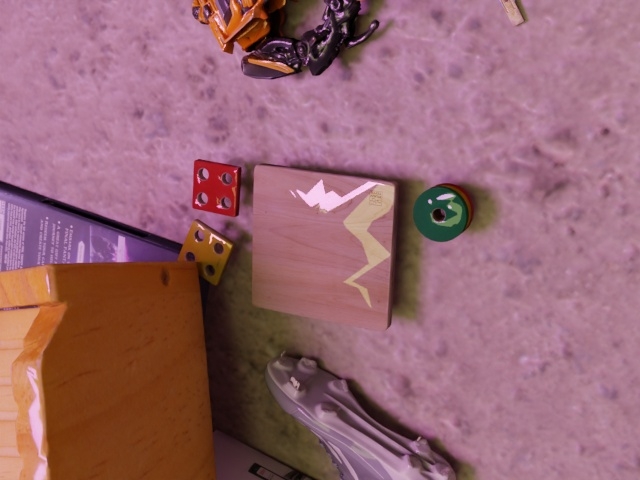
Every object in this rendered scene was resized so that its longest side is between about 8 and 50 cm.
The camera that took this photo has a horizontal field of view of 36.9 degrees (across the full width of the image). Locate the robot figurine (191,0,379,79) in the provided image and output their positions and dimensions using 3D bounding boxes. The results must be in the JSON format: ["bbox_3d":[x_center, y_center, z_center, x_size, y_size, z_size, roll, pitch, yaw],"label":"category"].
[{"bbox_3d":[-0.006,-0.261,0.765,0.291,0.085,0.211,-31,84,28],"label":"robot figurine"}]

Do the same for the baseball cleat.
[{"bbox_3d":[0.021,0.194,0.883,0.206,0.072,0.109,34,122,18],"label":"baseball cleat"}]

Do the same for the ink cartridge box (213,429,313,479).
[{"bbox_3d":[-0.056,0.302,0.939,0.203,0.086,0.148,23,111,19],"label":"ink cartridge box"}]

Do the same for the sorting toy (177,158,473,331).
[{"bbox_3d":[0.000,0.000,0.854,0.274,0.046,0.132,9,107,23],"label":"sorting toy"}]

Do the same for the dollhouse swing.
[{"bbox_3d":[-0.264,0.204,0.843,0.304,0.315,0.347,-6,87,21],"label":"dollhouse swing"}]

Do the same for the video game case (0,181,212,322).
[{"bbox_3d":[-0.246,0.067,1.002,0.274,0.026,0.196,18,110,19],"label":"video game case"}]

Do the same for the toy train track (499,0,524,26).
[{"bbox_3d":[0.137,-0.208,0.754,0.048,0.014,0.083,-26,97,21],"label":"toy train track"}]
